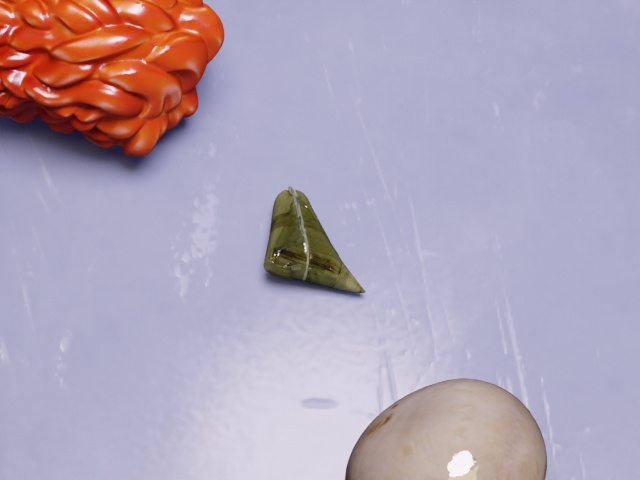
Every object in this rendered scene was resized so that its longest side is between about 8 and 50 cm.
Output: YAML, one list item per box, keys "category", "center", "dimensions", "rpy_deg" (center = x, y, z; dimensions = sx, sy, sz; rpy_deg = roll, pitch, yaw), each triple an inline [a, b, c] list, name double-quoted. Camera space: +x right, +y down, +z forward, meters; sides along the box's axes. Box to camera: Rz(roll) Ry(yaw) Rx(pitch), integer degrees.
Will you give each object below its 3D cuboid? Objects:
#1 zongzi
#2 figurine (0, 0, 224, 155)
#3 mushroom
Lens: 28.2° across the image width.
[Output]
- category: "zongzi"
  center: [0.000, 0.000, 1.377]
  dimensions: [0.113, 0.052, 0.104]
  rpy_deg: [14, 60, -9]
- category: "figurine"
  center: [-0.291, -0.274, 1.416]
  dimensions: [0.306, 0.241, 0.412]
  rpy_deg: [-3, 45, -28]
- category: "mushroom"
  center: [0.131, 0.240, 1.211]
  dimensions: [0.204, 0.204, 0.204]
  rpy_deg: [0, 66, -1]
